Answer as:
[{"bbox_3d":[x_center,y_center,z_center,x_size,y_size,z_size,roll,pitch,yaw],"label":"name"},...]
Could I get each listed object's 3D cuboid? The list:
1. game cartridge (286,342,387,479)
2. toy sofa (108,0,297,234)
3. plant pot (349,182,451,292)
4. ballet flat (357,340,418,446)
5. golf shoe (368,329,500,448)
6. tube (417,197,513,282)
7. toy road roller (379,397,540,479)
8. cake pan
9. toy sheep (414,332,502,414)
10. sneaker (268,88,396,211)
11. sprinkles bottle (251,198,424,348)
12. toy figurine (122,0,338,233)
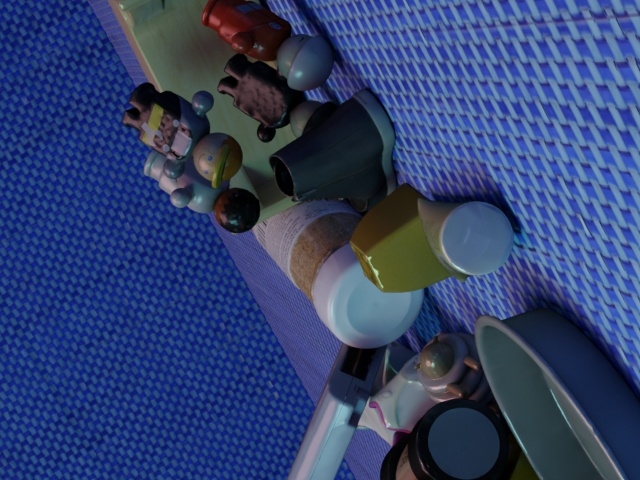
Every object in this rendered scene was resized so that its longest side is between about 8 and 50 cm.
[{"bbox_3d":[0.024,0.193,1.843,0.062,0.198,0.297,26,-153,0],"label":"game cartridge"},{"bbox_3d":[-0.124,-0.204,1.801,0.177,0.150,0.363,56,172,53],"label":"toy sofa"},{"bbox_3d":[0.079,0.007,1.547,0.081,0.083,0.081,63,171,-26],"label":"plant pot"},{"bbox_3d":[0.099,0.195,2.039,0.139,0.139,0.400,62,168,-14],"label":"ballet flat"},{"bbox_3d":[0.151,0.241,1.758,0.115,0.140,0.306,44,164,56],"label":"golf shoe"},{"bbox_3d":[0.122,-0.003,1.378,0.240,0.062,0.070,158,126,-87],"label":"tube"},{"bbox_3d":[0.150,0.332,1.527,0.240,0.330,0.202,26,159,1],"label":"toy road roller"},{"bbox_3d":[0.232,0.179,1.331,0.293,0.054,0.293,58,172,13],"label":"cake pan"},{"bbox_3d":[0.150,0.138,1.595,0.132,0.091,0.091,33,-168,-40],"label":"toy sheep"},{"bbox_3d":[0.008,-0.072,1.575,0.083,0.118,0.222,57,171,19],"label":"sneaker"},{"bbox_3d":[0.000,0.000,1.873,0.355,0.121,0.121,48,166,57],"label":"sprinkles bottle"},{"bbox_3d":[-0.083,-0.124,1.598,0.148,0.209,0.213,33,161,16],"label":"toy figurine"}]
